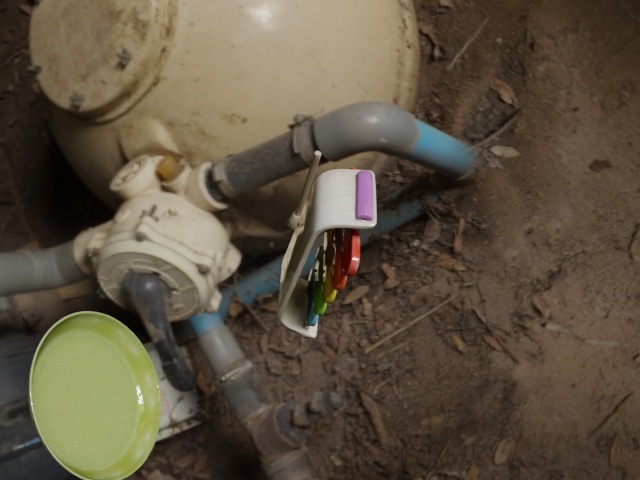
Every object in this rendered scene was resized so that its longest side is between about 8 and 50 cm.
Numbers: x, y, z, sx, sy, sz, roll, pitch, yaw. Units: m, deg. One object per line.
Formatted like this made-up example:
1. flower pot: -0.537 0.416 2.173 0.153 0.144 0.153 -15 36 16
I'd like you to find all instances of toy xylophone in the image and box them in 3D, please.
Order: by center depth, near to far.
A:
1. toy xylophone: 0.000 0.000 1.093 0.322 0.081 0.236 118 160 -54

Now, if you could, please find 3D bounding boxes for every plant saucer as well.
1. plant saucer: -0.321 0.221 0.965 0.037 0.241 0.240 -21 81 24
